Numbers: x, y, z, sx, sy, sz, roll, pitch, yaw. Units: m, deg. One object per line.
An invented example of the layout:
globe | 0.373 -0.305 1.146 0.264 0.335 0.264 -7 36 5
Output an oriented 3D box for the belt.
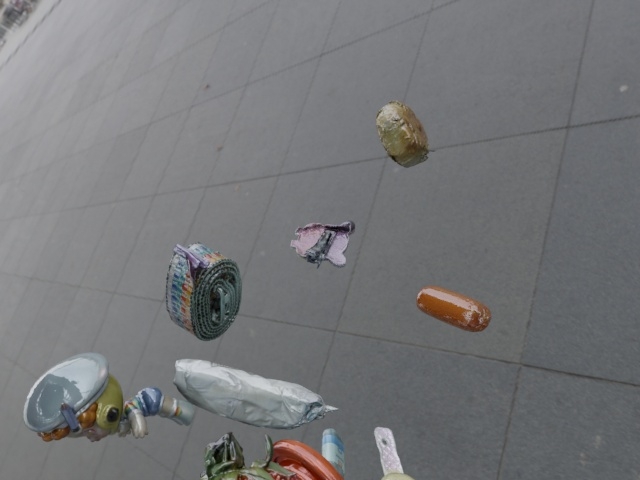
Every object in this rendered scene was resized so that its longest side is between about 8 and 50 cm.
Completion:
belt | -0.333 0.152 1.614 0.160 0.206 0.295 24 120 30

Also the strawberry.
strawberry | -0.104 0.393 0.684 0.106 0.188 0.286 -140 50 -71

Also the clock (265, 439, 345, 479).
clock | -0.020 0.443 0.964 0.205 0.205 0.051 -7 21 47

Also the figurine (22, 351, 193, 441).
figurine | -0.508 0.389 1.335 0.224 0.381 0.205 -9 67 38

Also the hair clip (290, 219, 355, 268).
hair clip | 0.000 0.008 1.327 0.146 0.056 0.187 7 30 11

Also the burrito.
burrito | -0.173 0.412 1.422 0.101 0.445 0.139 -55 -24 -71

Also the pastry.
pastry | 0.175 -0.227 1.165 0.081 0.153 0.153 -34 43 33

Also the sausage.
sausage | 0.294 0.150 1.209 0.197 0.076 0.076 17 80 57

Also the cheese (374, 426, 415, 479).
cheese | 0.147 0.462 1.022 0.255 0.127 0.050 -100 28 -53

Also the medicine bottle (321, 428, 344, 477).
medicine bottle | 0.039 0.680 1.666 0.053 0.090 0.208 -28 27 15
